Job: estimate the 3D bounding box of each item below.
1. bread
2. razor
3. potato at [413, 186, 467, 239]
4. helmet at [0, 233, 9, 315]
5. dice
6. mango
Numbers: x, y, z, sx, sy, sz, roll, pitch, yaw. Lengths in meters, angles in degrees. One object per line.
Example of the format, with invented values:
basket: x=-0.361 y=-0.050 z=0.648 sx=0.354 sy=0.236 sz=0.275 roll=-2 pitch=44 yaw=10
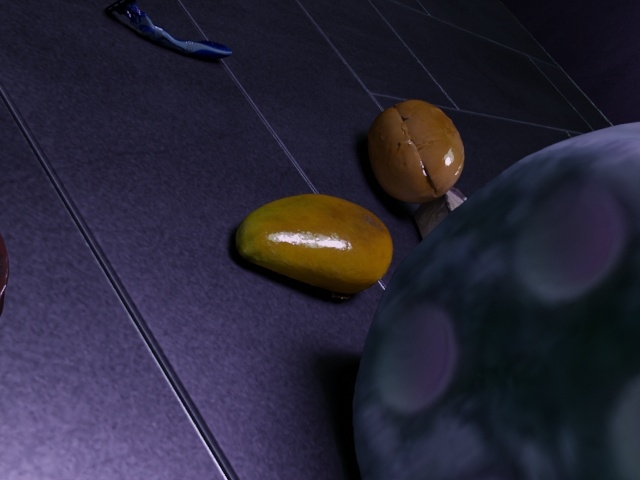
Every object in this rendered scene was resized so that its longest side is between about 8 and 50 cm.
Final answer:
bread: x=0.111 y=-0.118 z=0.990 sx=0.077 sy=0.114 sz=0.189 roll=44 pitch=18 yaw=-37
razor: x=-0.153 y=-0.217 z=0.855 sx=0.155 sy=0.044 sz=0.028 roll=15 pitch=69 yaw=-48
potato: x=0.176 y=-0.005 z=0.982 sx=0.122 sy=0.061 sz=0.086 roll=33 pitch=29 yaw=-27
helmet: x=-0.201 y=0.036 z=0.410 sx=0.089 sy=0.057 sz=0.111 roll=-5 pitch=52 yaw=-11
dice: x=0.251 y=0.134 z=0.587 sx=0.330 sy=0.348 sz=0.328 roll=20 pitch=38 yaw=-37
mango: x=0.000 y=0.000 z=0.735 sx=0.187 sy=0.066 sz=0.101 roll=4 pitch=46 yaw=-40
